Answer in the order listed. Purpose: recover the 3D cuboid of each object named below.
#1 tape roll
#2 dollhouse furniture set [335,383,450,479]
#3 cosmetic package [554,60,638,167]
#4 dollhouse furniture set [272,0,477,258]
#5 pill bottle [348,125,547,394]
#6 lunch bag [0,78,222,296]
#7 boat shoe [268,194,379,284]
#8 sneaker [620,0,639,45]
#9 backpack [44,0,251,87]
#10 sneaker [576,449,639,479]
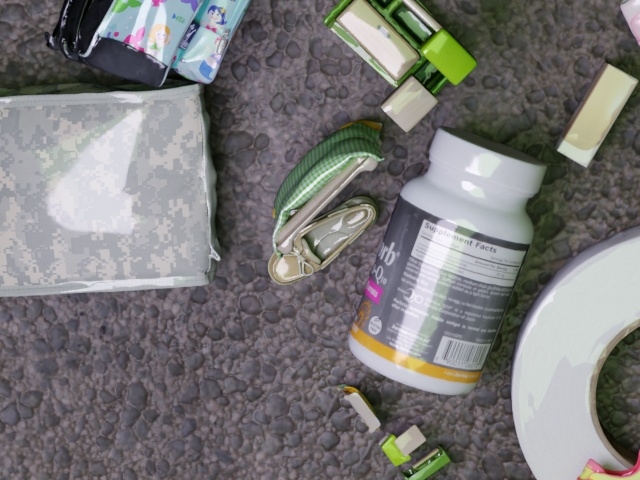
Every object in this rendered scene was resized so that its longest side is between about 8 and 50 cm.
[{"bbox_3d":[0.415,0.173,1.850,0.392,0.072,0.392,1,101,5],"label":"tape roll"},{"bbox_3d":[0.087,0.218,1.887,0.058,0.076,0.152,-37,97,-3],"label":"dollhouse furniture set"},{"bbox_3d":[0.314,-0.145,1.808,0.041,0.060,0.115,29,99,-1],"label":"cosmetic package"},{"bbox_3d":[0.014,-0.149,1.761,0.151,0.197,0.301,44,100,-5],"label":"dollhouse furniture set"},{"bbox_3d":[0.147,0.022,1.800,0.162,0.162,0.278,20,100,1],"label":"pill bottle"},{"bbox_3d":[-0.253,-0.063,1.814,0.287,0.169,0.235,-1,100,9],"label":"lunch bag"},{"bbox_3d":[0.002,0.001,1.864,0.153,0.048,0.056,-32,96,9],"label":"boat shoe"},{"bbox_3d":[0.399,-0.282,1.781,0.134,0.051,0.070,-34,101,14],"label":"sneaker"},{"bbox_3d":[-0.170,-0.300,1.742,0.191,0.225,0.253,16,97,-21],"label":"backpack"},{"bbox_3d":[0.310,0.299,1.811,0.208,0.081,0.094,-25,91,3],"label":"sneaker"}]
